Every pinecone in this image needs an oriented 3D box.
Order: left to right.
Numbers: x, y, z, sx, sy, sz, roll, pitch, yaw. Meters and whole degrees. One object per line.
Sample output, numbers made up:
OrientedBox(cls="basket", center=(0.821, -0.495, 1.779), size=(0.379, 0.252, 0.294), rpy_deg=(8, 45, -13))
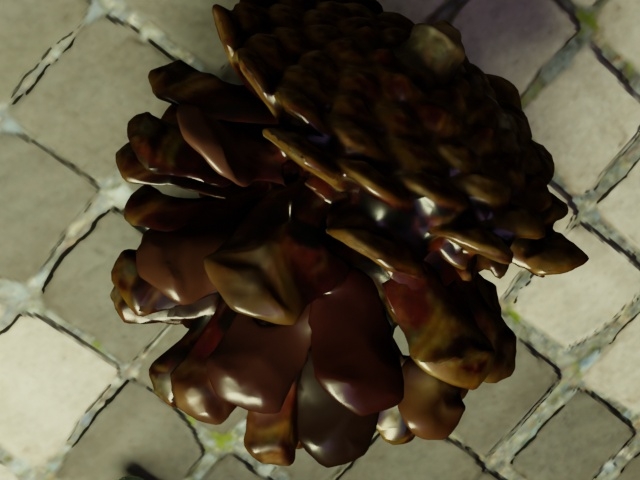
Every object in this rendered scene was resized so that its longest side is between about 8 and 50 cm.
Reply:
OrientedBox(cls="pinecone", center=(0.007, 0.002, 0.935), size=(0.264, 0.264, 0.264), rpy_deg=(-8, 116, -16))

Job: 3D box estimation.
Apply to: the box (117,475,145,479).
OrientedBox(cls="box", center=(-0.096, 0.276, 1.035), size=(0.135, 0.243, 0.163), rpy_deg=(-42, 122, 17))
